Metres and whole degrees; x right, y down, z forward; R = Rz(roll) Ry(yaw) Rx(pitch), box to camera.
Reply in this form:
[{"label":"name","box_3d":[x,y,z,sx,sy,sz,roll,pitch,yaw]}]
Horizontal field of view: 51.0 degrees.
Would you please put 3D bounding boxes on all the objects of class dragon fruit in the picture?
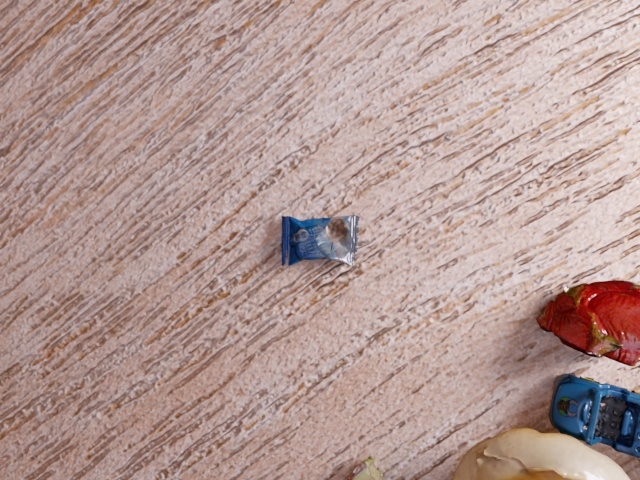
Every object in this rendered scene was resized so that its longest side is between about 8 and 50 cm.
[{"label":"dragon fruit","box_3d":[0.438,0.116,1.064,0.161,0.120,0.127,16,93,11]}]

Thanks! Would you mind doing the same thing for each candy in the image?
[{"label":"candy","box_3d":[0.000,0.001,1.162,0.136,0.038,0.088,0,83,2]}]

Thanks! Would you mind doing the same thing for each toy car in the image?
[{"label":"toy car","box_3d":[0.459,0.281,1.064,0.191,0.100,0.097,12,91,29]}]

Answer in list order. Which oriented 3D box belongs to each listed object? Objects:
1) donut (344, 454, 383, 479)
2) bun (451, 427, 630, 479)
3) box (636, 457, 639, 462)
[{"label":"donut","box_3d":[0.095,0.470,1.180,0.108,0.065,0.166,-38,90,11]},{"label":"bun","box_3d":[0.354,0.415,1.076,0.298,0.165,0.299,7,116,14]},{"label":"box","box_3d":[0.671,0.350,1.076,0.256,0.069,0.164,26,99,6]}]
